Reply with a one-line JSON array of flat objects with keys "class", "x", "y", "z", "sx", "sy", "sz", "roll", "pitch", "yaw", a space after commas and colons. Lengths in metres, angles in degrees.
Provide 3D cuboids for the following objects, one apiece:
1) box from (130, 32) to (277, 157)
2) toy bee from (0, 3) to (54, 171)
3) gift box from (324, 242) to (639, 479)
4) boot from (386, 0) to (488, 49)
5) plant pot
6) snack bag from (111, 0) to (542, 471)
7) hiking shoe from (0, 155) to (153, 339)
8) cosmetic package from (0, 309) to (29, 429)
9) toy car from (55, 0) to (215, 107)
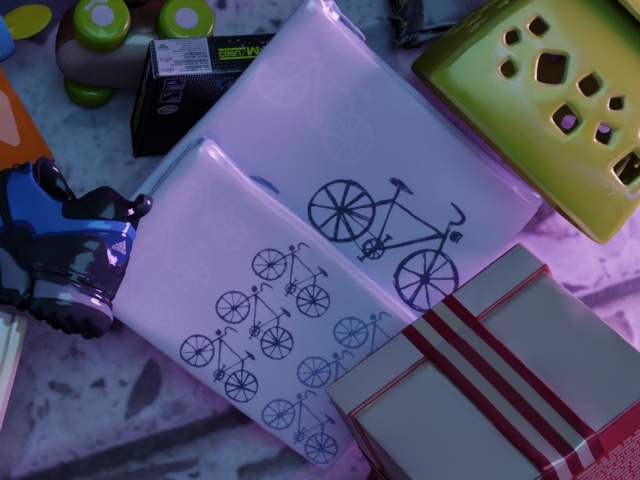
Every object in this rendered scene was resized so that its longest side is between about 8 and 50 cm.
[{"class": "box", "x": -0.075, "y": -0.135, "z": 1.654, "sx": 0.190, "sy": 0.184, "sz": 0.045, "roll": -4, "pitch": 68, "yaw": -14}, {"class": "toy bee", "x": -0.345, "y": -0.196, "z": 1.644, "sx": 0.195, "sy": 0.162, "sz": 0.298, "roll": -12, "pitch": 105, "yaw": -23}, {"class": "gift box", "x": 0.172, "y": 0.198, "z": 1.581, "sx": 0.255, "sy": 0.276, "sz": 0.258, "roll": -32, "pitch": 42, "yaw": -12}, {"class": "boot", "x": 0.074, "y": -0.305, "z": 1.776, "sx": 0.262, "sy": 0.091, "sz": 0.229, "roll": -6, "pitch": 90, "yaw": -5}, {"class": "plant pot", "x": 0.238, "y": -0.155, "z": 1.666, "sx": 0.227, "sy": 0.228, "sz": 0.207, "roll": 43, "pitch": 94, "yaw": -8}, {"class": "snack bag", "x": 0.000, "y": 0.000, "z": 1.608, "sx": 0.323, "sy": 0.037, "sz": 0.342, "roll": 40, "pitch": 95, "yaw": -21}, {"class": "hiking shoe", "x": -0.275, "y": -0.013, "z": 1.565, "sx": 0.304, "sy": 0.113, "sz": 0.132, "roll": 20, "pitch": 78, "yaw": 32}, {"class": "cosmetic package", "x": -0.346, "y": 0.211, "z": 1.531, "sx": 0.113, "sy": 0.160, "sz": 0.310, "roll": 14, "pitch": 76, "yaw": -10}, {"class": "toy car", "x": -0.176, "y": -0.239, "z": 1.677, "sx": 0.148, "sy": 0.155, "sz": 0.188, "roll": 0, "pitch": 71, "yaw": -12}]
